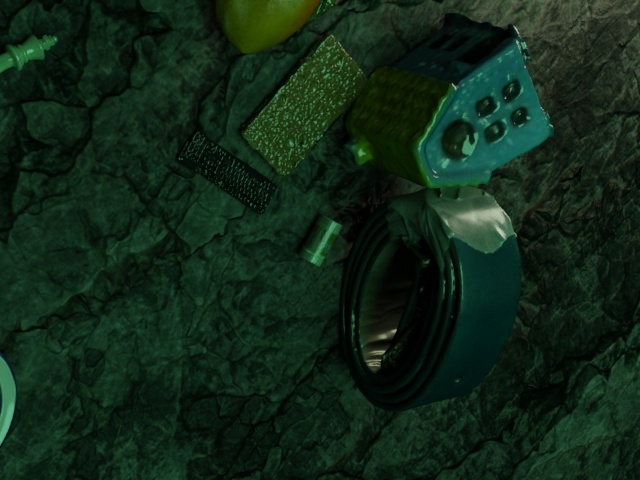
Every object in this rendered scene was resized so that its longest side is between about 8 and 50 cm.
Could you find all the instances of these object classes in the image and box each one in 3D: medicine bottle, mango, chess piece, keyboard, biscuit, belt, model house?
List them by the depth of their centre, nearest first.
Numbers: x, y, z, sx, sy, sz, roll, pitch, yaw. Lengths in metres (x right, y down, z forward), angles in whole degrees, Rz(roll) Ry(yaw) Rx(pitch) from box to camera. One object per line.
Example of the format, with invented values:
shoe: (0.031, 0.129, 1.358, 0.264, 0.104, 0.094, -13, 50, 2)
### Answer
chess piece: (-0.437, -0.256, 1.636, 0.149, 0.059, 0.059, -30, 122, -27)
mango: (-0.072, -0.410, 1.758, 0.187, 0.138, 0.256, 1, 102, -21)
keyboard: (-0.150, -0.110, 1.902, 0.195, 0.018, 0.060, 33, 86, -38)
biscuit: (-0.026, -0.224, 1.930, 0.231, 0.025, 0.131, -48, 126, -7)
model house: (0.199, -0.208, 1.955, 0.303, 0.237, 0.215, -37, 121, -15)
belt: (0.179, 0.100, 2.009, 0.173, 0.300, 0.436, -7, 133, -35)
medicine bottle: (0.000, 0.000, 2.024, 0.047, 0.047, 0.083, 28, 91, -37)

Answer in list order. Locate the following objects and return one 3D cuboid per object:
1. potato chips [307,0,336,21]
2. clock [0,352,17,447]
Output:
potato chips: (0.003, -0.450, 1.859, 0.092, 0.028, 0.207, 7, 106, -36)
clock: (-0.559, 0.248, 1.696, 0.230, 0.083, 0.230, -30, 129, -47)
